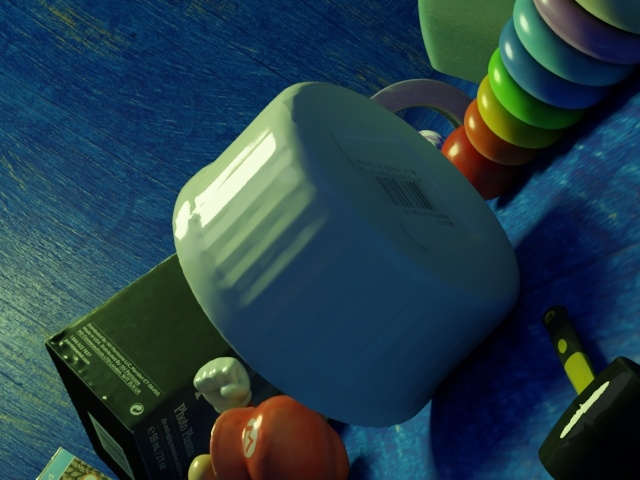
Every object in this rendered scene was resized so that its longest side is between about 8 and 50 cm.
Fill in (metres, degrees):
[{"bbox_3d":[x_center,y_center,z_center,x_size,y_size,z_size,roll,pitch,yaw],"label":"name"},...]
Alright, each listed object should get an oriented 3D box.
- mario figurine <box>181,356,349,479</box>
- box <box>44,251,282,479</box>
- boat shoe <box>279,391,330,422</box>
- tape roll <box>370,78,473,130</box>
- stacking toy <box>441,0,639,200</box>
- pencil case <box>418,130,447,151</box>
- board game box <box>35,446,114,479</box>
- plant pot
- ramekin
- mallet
[{"bbox_3d":[-0.101,0.255,0.776,0.170,0.198,0.320,-40,-12,-39],"label":"mario figurine"},{"bbox_3d":[-0.158,0.177,0.999,0.294,0.183,0.296,-39,-31,-29],"label":"box"},{"bbox_3d":[0.016,0.176,0.976,0.079,0.084,0.233,10,-68,-51],"label":"boat shoe"},{"bbox_3d":[0.126,-0.114,0.983,0.189,0.189,0.080,-56,3,9],"label":"tape roll"},{"bbox_3d":[0.207,-0.147,0.729,0.141,0.141,0.330,-59,-1,-36],"label":"stacking toy"},{"bbox_3d":[0.165,-0.115,1.332,0.206,0.088,0.086,-60,2,-40],"label":"pencil case"},{"bbox_3d":[-0.360,0.507,1.223,0.232,0.291,0.141,-54,4,47],"label":"board game box"},{"bbox_3d":[0.242,-0.314,0.879,0.248,0.247,0.252,-60,-12,-50],"label":"plant pot"},{"bbox_3d":[0.032,-0.002,0.617,0.135,0.277,0.277,-47,7,28],"label":"ramekin"},{"bbox_3d":[0.143,0.061,0.395,0.062,0.039,0.189,-55,-1,22],"label":"mallet"}]
